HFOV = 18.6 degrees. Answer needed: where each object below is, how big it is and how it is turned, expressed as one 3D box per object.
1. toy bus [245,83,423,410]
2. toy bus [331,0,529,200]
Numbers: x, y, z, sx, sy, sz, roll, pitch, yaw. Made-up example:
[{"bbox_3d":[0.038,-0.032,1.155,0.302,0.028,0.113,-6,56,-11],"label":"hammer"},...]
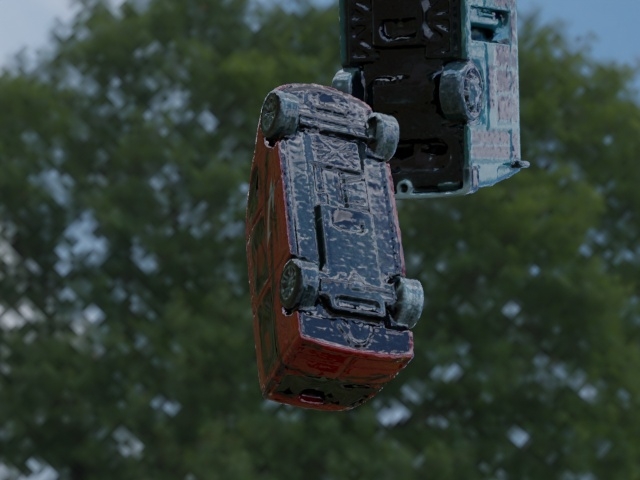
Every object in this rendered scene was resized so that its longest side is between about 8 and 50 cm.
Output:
[{"bbox_3d":[0.000,0.000,1.164,0.081,0.195,0.089,10,-38,-24],"label":"toy bus"},{"bbox_3d":[0.090,-0.162,1.581,0.128,0.147,0.256,-1,-87,29],"label":"toy bus"}]
